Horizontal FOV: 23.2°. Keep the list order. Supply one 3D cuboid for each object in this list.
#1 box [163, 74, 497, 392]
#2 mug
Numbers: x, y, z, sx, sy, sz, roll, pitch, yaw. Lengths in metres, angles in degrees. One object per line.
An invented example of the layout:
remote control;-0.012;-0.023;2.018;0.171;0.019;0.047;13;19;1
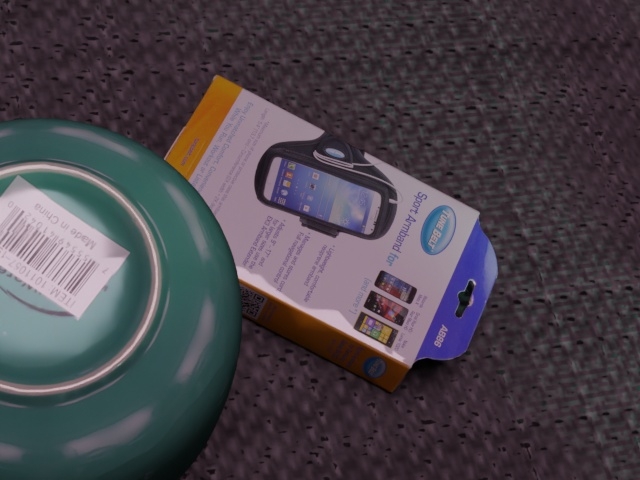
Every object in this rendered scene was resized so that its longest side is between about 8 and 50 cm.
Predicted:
box;0.000;0.000;0.607;0.136;0.028;0.081;29;57;-2
mug;-0.103;0.028;0.504;0.158;0.097;0.129;-10;73;-12
